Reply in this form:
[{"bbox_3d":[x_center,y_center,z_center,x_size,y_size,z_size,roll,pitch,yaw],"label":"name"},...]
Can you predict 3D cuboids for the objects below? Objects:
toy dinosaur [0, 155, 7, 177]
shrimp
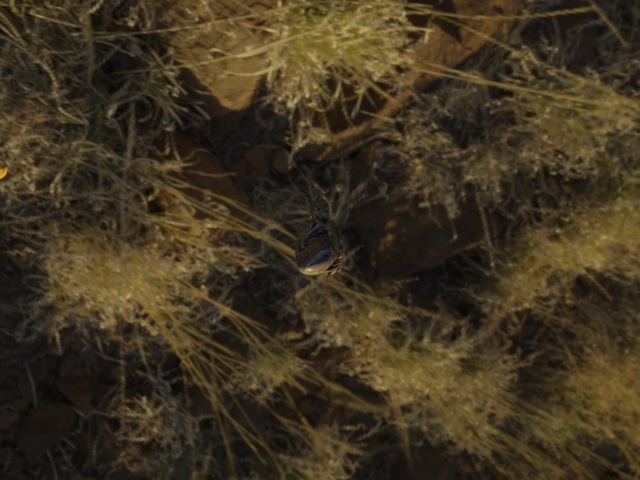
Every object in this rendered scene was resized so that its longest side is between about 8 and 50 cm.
[{"bbox_3d":[-0.286,-0.004,0.557,0.117,0.070,0.288,6,112,-38],"label":"toy dinosaur"},{"bbox_3d":[0.002,0.001,0.532,0.029,0.092,0.038,-23,117,18],"label":"shrimp"}]
